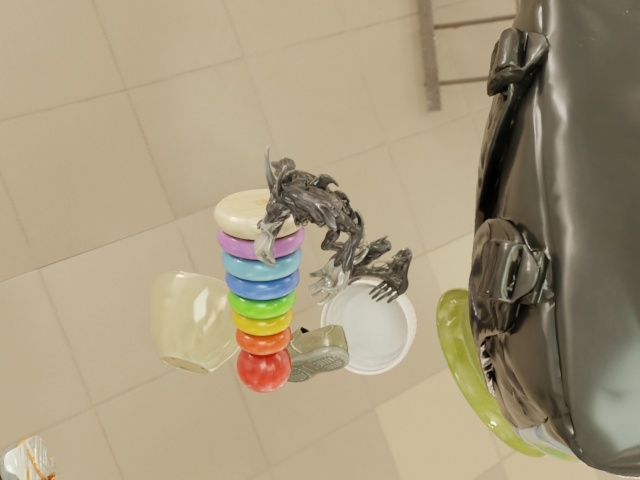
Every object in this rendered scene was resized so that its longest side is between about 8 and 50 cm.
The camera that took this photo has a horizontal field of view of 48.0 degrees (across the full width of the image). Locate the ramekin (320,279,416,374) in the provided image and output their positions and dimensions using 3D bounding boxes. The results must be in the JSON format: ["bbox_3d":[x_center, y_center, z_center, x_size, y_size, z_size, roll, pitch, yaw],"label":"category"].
[{"bbox_3d":[0.115,0.185,1.587,0.109,0.207,0.207,-7,88,-66],"label":"ramekin"}]

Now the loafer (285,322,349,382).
[{"bbox_3d":[-0.031,0.229,1.471,0.094,0.251,0.087,35,52,-34],"label":"loafer"}]

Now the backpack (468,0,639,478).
[{"bbox_3d":[0.208,0.025,0.487,0.274,0.355,0.289,4,68,0],"label":"backpack"}]

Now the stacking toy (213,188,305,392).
[{"bbox_3d":[-0.087,0.093,1.129,0.141,0.141,0.330,-15,119,-28],"label":"stacking toy"}]

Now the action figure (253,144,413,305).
[{"bbox_3d":[0.000,0.000,0.897,0.141,0.164,0.276,-52,134,2],"label":"action figure"}]

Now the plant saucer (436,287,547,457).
[{"bbox_3d":[0.237,0.165,0.938,0.037,0.241,0.240,-24,97,-18],"label":"plant saucer"}]

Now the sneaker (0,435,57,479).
[{"bbox_3d":[-0.395,0.313,0.935,0.083,0.215,0.084,-3,63,-14],"label":"sneaker"}]

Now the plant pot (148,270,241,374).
[{"bbox_3d":[-0.308,0.223,1.785,0.284,0.284,0.190,27,63,-23],"label":"plant pot"}]
